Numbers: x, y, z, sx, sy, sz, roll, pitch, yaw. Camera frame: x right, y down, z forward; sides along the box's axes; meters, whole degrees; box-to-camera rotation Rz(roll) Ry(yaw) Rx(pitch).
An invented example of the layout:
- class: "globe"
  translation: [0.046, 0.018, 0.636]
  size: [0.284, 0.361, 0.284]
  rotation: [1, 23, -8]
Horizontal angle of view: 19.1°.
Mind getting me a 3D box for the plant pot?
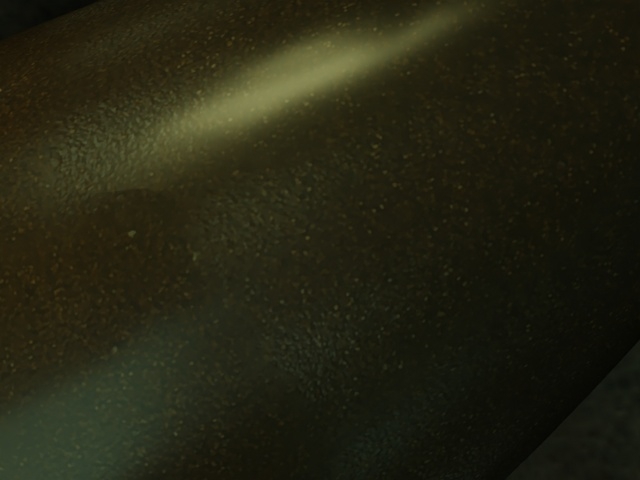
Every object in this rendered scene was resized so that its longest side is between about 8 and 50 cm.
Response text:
- class: "plant pot"
  translation: [0.000, 0.000, 0.549]
  size: [0.230, 0.215, 0.215]
  rotation: [-32, 102, 13]
